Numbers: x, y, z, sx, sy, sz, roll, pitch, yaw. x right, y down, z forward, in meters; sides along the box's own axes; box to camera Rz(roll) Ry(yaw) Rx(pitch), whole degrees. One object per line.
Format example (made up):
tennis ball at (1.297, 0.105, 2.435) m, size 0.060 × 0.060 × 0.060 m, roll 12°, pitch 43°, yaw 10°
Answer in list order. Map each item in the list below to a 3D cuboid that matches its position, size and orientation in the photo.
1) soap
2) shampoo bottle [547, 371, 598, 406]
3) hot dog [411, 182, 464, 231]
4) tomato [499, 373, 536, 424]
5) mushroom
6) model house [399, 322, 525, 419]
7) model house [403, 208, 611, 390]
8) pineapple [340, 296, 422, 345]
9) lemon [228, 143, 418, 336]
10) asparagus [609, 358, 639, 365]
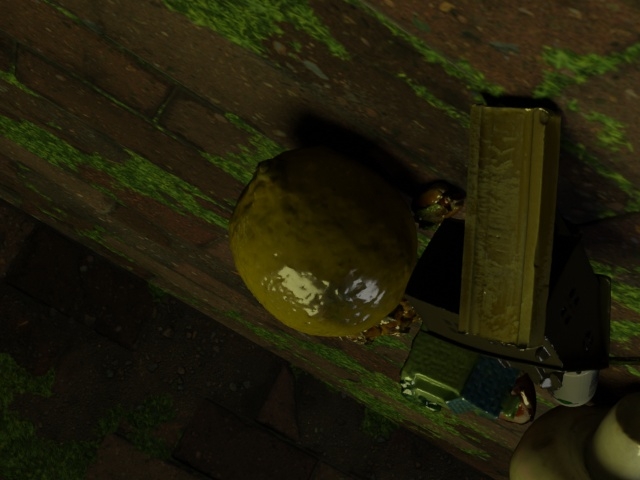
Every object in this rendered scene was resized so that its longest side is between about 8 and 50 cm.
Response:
soap at (0.195, -0.015, 0.965) m, size 0.092 × 0.252 × 0.037 m, roll 13°, pitch -163°, yaw 41°
shampoo bottle at (0.406, 0.191, 1.498) m, size 0.092 × 0.092 × 0.303 m, roll 22°, pitch 165°, yaw 22°
hot dog at (0.154, -0.042, 1.262) m, size 0.056 × 0.041 × 0.133 m, roll 30°, pitch 165°, yaw -7°
tomato at (0.331, 0.261, 1.826) m, size 0.227 × 0.112 × 0.199 m, roll 16°, pitch 153°, yaw 33°
mushroom at (0.516, 0.442, 1.693) m, size 0.325 × 0.353 × 0.353 m, roll -19°, pitch 149°, yaw 12°
model house at (0.271, 0.214, 1.585) m, size 0.189 × 0.214 × 0.195 m, roll 17°, pitch 159°, yaw 33°
model house at (0.263, 0.085, 1.161) m, size 0.211 × 0.204 × 0.243 m, roll 12°, pitch 149°, yaw 43°
pineapple at (0.089, 0.106, 1.594) m, size 0.161 × 0.158 × 0.334 m, roll 30°, pitch 166°, yaw 47°
lemon at (0.000, 0.000, 1.281) m, size 0.253 × 0.254 × 0.310 m, roll 11°, pitch 153°, yaw 47°
asparagus at (0.496, 0.198, 1.518) m, size 0.016 × 0.013 × 0.166 m, roll 15°, pitch 170°, yaw -17°
